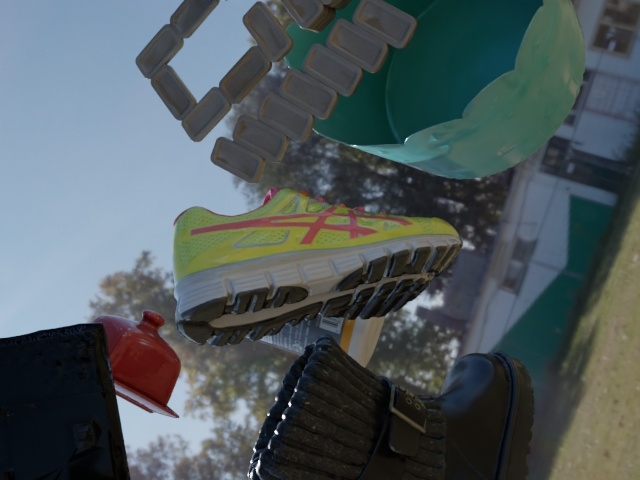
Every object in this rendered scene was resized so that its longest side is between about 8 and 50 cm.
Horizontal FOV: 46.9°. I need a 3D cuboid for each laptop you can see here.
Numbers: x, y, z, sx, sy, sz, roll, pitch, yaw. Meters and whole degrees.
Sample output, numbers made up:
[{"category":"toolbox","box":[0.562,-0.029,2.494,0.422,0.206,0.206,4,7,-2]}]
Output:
[{"category":"laptop","box":[-0.265,0.216,0.690,0.136,0.234,0.264,-2,-98,-83]}]

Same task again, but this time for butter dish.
[{"category":"butter dish","box":[-0.255,0.149,1.003,0.160,0.160,0.118,42,-108,-36]}]

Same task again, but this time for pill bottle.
[{"category":"pill bottle","box":[-0.043,0.089,1.147,0.162,0.279,0.162,16,-90,-76]}]

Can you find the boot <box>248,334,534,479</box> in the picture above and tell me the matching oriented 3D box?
[{"category":"boot","box":[0.088,0.183,0.801,0.131,0.260,0.348,-64,-3,26]}]

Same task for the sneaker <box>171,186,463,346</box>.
[{"category":"sneaker","box":[0.000,0.000,0.481,0.209,0.094,0.081,-6,-35,-29]}]

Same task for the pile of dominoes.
[{"category":"pile of dominoes","box":[-0.044,-0.187,0.712,0.251,0.196,0.040,-41,-14,23]}]

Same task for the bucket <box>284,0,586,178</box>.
[{"category":"bucket","box":[0.121,-0.199,0.745,0.183,0.281,0.281,18,-89,-54]}]
